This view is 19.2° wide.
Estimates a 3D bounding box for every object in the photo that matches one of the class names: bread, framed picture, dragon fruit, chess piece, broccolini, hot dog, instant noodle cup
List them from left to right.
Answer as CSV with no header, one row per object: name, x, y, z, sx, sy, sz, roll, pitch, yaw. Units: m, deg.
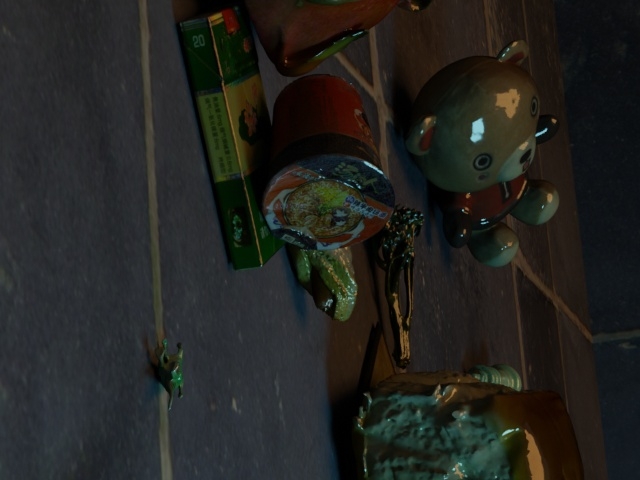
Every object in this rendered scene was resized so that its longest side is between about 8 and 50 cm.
hot dog,-0.001,0.000,1.916,0.078,0.061,0.169,-15,-100,64
dragon fruit,0.003,-0.322,1.818,0.290,0.189,0.291,-17,90,-83
instant noodle cup,0.003,-0.080,1.772,0.127,0.127,0.136,65,14,-45
framed picture,0.093,0.301,2.174,0.255,0.014,0.339,-73,150,-57
broccolini,0.096,0.050,2.223,0.058,0.074,0.201,93,-10,-83
bread,0.169,0.277,2.017,0.250,0.225,0.279,3,82,-73
chess piece,0.239,0.200,2.673,0.149,0.059,0.059,19,64,-67

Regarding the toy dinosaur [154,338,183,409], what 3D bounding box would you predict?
toy dinosaur,-0.120,0.115,1.522,0.062,0.021,0.083,82,8,-53

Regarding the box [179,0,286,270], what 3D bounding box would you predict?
box,-0.076,-0.100,1.764,0.132,0.034,0.235,-44,123,-72

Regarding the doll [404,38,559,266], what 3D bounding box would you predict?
doll,0.220,-0.121,2.564,0.174,0.235,0.330,40,-18,32
